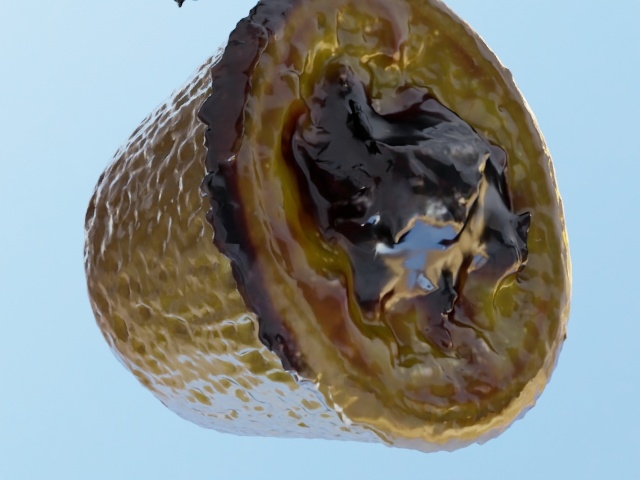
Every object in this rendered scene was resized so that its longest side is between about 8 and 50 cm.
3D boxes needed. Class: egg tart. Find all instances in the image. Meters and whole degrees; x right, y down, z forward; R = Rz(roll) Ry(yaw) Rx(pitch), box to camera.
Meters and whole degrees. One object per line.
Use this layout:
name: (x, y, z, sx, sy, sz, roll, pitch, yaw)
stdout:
egg tart: (0.000, 0.000, 0.815, 0.171, 0.215, 0.215, -24, -132, 45)

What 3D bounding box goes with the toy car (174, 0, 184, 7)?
toy car: (-0.068, -0.165, 0.852, 0.073, 0.054, 0.143, -43, -145, 4)
